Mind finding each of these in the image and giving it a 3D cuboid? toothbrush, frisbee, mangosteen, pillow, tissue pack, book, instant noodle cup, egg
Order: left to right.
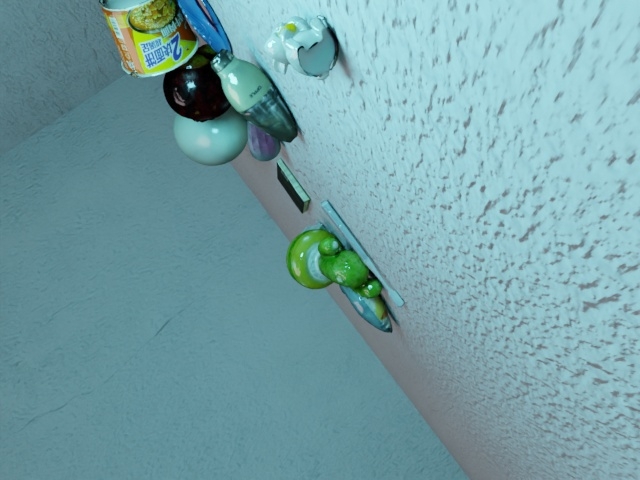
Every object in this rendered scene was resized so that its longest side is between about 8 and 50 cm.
[{"bbox_3d":[-0.426,-0.533,1.403,0.213,0.213,0.174,49,165,37],"label":"instant noodle cup"},{"bbox_3d":[-0.294,-0.533,1.355,0.242,0.045,0.242,52,174,8],"label":"frisbee"},{"bbox_3d":[-0.326,-0.420,1.537,0.210,0.209,0.210,53,173,9],"label":"mangosteen"},{"bbox_3d":[-0.346,-0.353,1.831,0.230,0.230,0.371,57,168,-22],"label":"egg"},{"bbox_3d":[-0.092,-0.170,1.856,0.160,0.024,0.228,54,173,3],"label":"book"},{"bbox_3d":[0.001,0.000,1.888,0.085,0.079,0.111,-9,122,47],"label":"tissue pack"},{"bbox_3d":[0.108,0.033,1.495,0.342,0.025,0.030,53,176,4],"label":"toothbrush"},{"bbox_3d":[0.139,0.189,1.825,0.214,0.086,0.233,53,177,-37],"label":"pillow"}]

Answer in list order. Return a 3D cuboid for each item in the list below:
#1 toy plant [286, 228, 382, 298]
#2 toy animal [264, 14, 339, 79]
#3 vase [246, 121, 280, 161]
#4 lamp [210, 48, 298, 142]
[{"bbox_3d":[0.040,0.065,1.675,0.224,0.184,0.315,52,159,-27],"label":"toy plant"},{"bbox_3d":[-0.031,-0.263,0.770,0.124,0.071,0.085,37,-178,42],"label":"toy animal"},{"bbox_3d":[-0.158,-0.295,1.478,0.086,0.086,0.214,51,168,22],"label":"vase"},{"bbox_3d":[-0.133,-0.299,1.209,0.250,0.101,0.101,44,179,-30],"label":"lamp"}]
